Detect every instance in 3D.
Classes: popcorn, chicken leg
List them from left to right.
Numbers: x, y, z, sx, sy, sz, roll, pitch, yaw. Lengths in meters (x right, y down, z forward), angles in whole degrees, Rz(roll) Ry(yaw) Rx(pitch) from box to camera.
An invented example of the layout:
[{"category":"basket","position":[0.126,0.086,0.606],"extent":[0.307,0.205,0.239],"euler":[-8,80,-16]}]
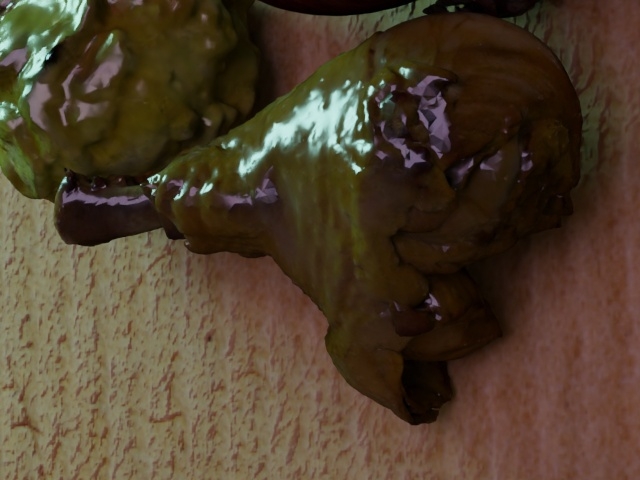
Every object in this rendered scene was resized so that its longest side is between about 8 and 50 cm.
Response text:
[{"category":"popcorn","position":[-0.179,-0.144,1.450],"extent":[0.266,0.192,0.233],"euler":[7,80,14]},{"category":"chicken leg","position":[0.000,0.000,1.318],"extent":[0.409,0.182,0.295],"euler":[-8,108,21]}]

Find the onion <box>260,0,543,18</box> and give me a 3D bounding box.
[{"category":"onion","position":[0.074,-0.263,1.284],"extent":[0.347,0.347,0.285],"euler":[-30,110,24]}]
